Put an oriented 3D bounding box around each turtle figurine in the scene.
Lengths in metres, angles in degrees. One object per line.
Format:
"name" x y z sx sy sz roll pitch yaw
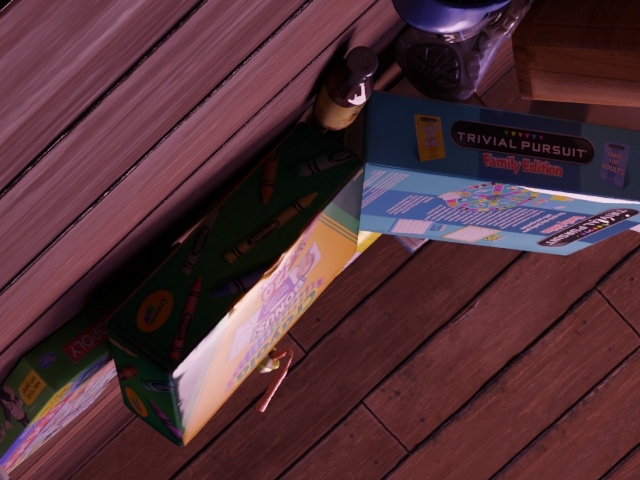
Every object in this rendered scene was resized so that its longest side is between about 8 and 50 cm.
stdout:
"turtle figurine" -0.084 0.063 1.589 0.217 0.087 0.269 177 -83 -79

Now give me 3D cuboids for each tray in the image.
"tray" 0.345 -0.270 1.222 0.411 0.203 0.076 -55 141 -40

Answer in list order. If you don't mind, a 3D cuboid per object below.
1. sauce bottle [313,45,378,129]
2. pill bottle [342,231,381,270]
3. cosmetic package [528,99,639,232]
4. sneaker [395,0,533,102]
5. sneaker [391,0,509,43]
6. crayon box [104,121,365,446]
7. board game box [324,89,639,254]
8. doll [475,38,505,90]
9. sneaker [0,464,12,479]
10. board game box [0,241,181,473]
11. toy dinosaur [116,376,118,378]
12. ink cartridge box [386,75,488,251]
"sauce bottle" 0.023 -0.129 1.112 0.042 0.042 0.128 -42 179 -14
"pill bottle" 0.015 -0.022 1.869 0.208 0.119 0.119 -43 177 17
"cosmetic package" 0.465 -0.223 1.568 0.327 0.330 0.393 127 -18 -78
"sneaker" 0.154 -0.214 1.240 0.115 0.090 0.232 -45 180 -31
"sneaker" 0.098 -0.180 0.971 0.090 0.081 0.232 -53 173 33
"crayon box" -0.073 0.041 1.227 0.278 0.081 0.165 -48 161 -25
"board game box" 0.166 -0.063 1.386 0.254 0.336 0.079 146 -51 -69
"doll" 0.218 -0.261 1.839 0.129 0.046 0.189 -32 167 -23
"sneaker" -0.355 0.271 0.994 0.296 0.131 0.112 -41 179 -8
"board game box" -0.256 0.142 1.305 0.213 0.046 0.317 -41 177 -43
"toy dinosaur" -0.159 0.120 1.513 0.160 0.121 0.313 -22 168 -18
"ink cartridge box" 0.127 -0.104 1.668 0.171 0.168 0.232 -42 177 -2
